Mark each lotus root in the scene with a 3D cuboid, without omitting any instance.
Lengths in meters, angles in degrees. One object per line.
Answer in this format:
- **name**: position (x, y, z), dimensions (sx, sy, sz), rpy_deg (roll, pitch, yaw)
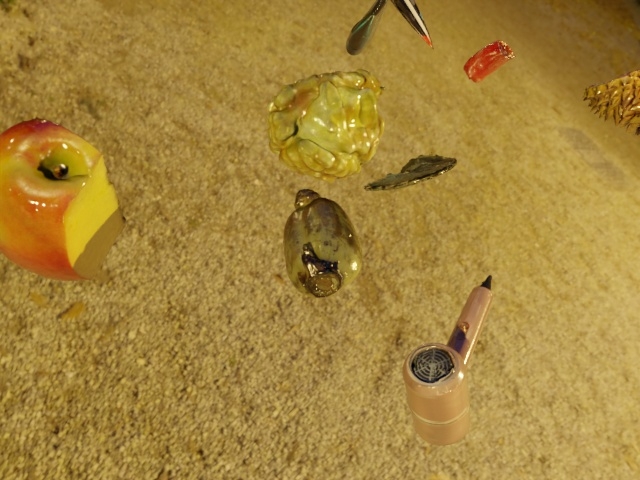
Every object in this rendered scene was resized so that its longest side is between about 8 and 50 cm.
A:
- **lotus root**: position (0.000, 0.000, 1.433), dimensions (0.173, 0.173, 0.309), rpy_deg (21, 36, -24)

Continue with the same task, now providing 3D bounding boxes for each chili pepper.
- **chili pepper**: position (0.418, -0.450, 1.611), dimensions (0.070, 0.123, 0.073), rpy_deg (46, 43, -15)

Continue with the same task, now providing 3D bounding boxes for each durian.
- **durian**: position (0.582, -0.266, 1.191), dimensions (0.187, 0.153, 0.260), rpy_deg (14, 11, 28)

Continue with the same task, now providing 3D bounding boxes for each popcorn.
- **popcorn**: position (0.024, -0.292, 1.642), dimensions (0.336, 0.274, 0.279), rpy_deg (-2, 71, -25)

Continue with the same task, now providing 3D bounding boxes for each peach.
- **peach**: position (-0.587, -0.063, 1.353), dimensions (0.306, 0.380, 0.242), rpy_deg (27, 64, 6)

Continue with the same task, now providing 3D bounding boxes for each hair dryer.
- **hair dryer**: position (0.253, 0.179, 1.166), dimensions (0.107, 0.189, 0.344), rpy_deg (11, 50, 27)

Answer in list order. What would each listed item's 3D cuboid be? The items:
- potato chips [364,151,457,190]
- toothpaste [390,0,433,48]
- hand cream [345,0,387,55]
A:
- **potato chips**: position (0.209, -0.153, 1.429), dimensions (0.029, 0.202, 0.220), rpy_deg (69, 26, -15)
- **toothpaste**: position (0.164, -0.453, 1.230), dimensions (0.193, 0.045, 0.071), rpy_deg (47, 26, -28)
- **hand cream**: position (0.130, -0.563, 1.639), dimensions (0.061, 0.270, 0.120), rpy_deg (34, 77, -7)
